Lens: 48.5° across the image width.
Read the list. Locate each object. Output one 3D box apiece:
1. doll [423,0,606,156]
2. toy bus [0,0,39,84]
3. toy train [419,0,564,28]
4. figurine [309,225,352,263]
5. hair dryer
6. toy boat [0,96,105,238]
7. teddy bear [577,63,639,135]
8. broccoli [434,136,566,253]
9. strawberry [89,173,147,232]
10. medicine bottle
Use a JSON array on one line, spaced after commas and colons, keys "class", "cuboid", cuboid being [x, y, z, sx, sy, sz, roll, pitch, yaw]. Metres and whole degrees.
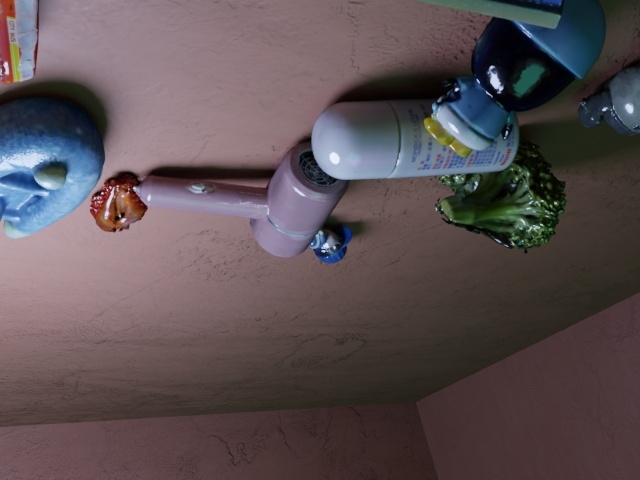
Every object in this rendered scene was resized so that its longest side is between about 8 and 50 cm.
[{"class": "doll", "cuboid": [0.287, -0.259, 1.031, 0.177, 0.141, 0.314, 26, 120, -35]}, {"class": "toy bus", "cuboid": [-0.361, -0.255, 0.804, 0.077, 0.079, 0.174, -10, 155, -28]}, {"class": "toy train", "cuboid": [0.145, -0.341, 0.732, 0.300, 0.131, 0.202, 15, 146, 7]}, {"class": "figurine", "cuboid": [0.000, 0.000, 1.510, 0.086, 0.087, 0.149, 14, 179, 45]}, {"class": "hair dryer", "cuboid": [-0.143, -0.080, 1.235, 0.352, 0.125, 0.210, 4, 148, -23]}, {"class": "toy boat", "cuboid": [-0.448, -0.079, 1.058, 0.330, 0.123, 0.215, -30, 149, 32]}, {"class": "teddy bear", "cuboid": [0.589, -0.258, 1.222, 0.171, 0.144, 0.251, -19, 161, -25]}, {"class": "broccoli", "cuboid": [0.345, -0.104, 1.335, 0.273, 0.242, 0.180, 5, 127, -48]}, {"class": "strawberry", "cuboid": [-0.348, -0.059, 1.236, 0.104, 0.048, 0.152, -10, 158, -17]}, {"class": "medicine bottle", "cuboid": [0.151, -0.169, 1.177, 0.341, 0.130, 0.130, -6, 153, -20]}]
